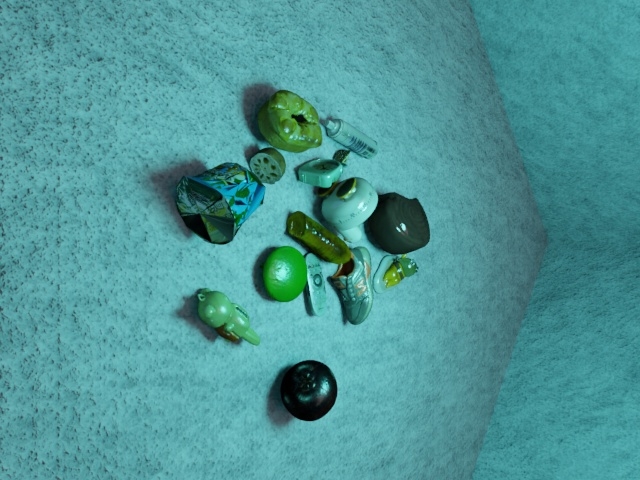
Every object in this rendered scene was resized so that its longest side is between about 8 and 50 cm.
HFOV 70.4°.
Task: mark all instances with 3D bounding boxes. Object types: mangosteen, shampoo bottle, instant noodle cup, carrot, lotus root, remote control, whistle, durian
[{"bbox_3d":[-0.041,0.561,1.676,0.216,0.216,0.216,1,89,-46],"label":"mangosteen"},{"bbox_3d":[0.127,-0.439,1.934,0.303,0.092,0.092,19,76,-44],"label":"shampoo bottle"},{"bbox_3d":[-0.302,-0.127,1.402,0.178,0.240,0.240,-49,123,-44],"label":"instant noodle cup"},{"bbox_3d":[0.000,0.000,1.778,0.302,0.114,0.114,36,65,-37],"label":"carrot"},{"bbox_3d":[-0.177,-0.265,1.598,0.081,0.112,0.122,-47,121,-45],"label":"lotus root"},{"bbox_3d":[-0.023,0.175,1.806,0.097,0.045,0.256,-7,91,-48],"label":"remote control"},{"bbox_3d":[-0.296,0.257,1.468,0.106,0.131,0.288,-37,123,4],"label":"whistle"},{"bbox_3d":[0.086,-0.349,1.939,0.130,0.052,0.066,-54,164,-28],"label":"durian"}]

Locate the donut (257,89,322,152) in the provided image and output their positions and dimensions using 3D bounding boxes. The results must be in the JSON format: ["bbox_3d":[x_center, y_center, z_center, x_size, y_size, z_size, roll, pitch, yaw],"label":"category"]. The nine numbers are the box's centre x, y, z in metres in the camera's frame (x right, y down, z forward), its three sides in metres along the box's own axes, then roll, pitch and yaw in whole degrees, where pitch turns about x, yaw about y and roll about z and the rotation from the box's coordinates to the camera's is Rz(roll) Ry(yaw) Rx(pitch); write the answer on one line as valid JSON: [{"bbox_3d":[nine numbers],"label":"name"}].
[{"bbox_3d":[-0.108,-0.424,1.637,0.262,0.128,0.208,9,65,-50],"label":"donut"}]

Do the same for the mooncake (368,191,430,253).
[{"bbox_3d":[0.377,-0.089,2.107,0.326,0.174,0.333,42,48,-25],"label":"mooncake"}]

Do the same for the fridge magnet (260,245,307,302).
[{"bbox_3d":[-0.130,0.123,1.660,0.208,0.088,0.207,2,88,-45],"label":"fridge magnet"}]

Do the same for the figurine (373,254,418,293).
[{"bbox_3d":[0.371,0.162,2.148,0.250,0.141,0.166,-49,124,-35],"label":"figurine"}]

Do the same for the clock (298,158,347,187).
[{"bbox_3d":[0.018,-0.272,1.781,0.189,0.148,0.060,-37,134,-44],"label":"clock"}]

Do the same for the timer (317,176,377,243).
[{"bbox_3d":[0.126,-0.132,1.827,0.240,0.234,0.233,48,57,-31],"label":"timer"}]

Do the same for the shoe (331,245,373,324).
[{"bbox_3d":[0.121,0.188,1.903,0.171,0.132,0.336,5,84,-41],"label":"shoe"}]
